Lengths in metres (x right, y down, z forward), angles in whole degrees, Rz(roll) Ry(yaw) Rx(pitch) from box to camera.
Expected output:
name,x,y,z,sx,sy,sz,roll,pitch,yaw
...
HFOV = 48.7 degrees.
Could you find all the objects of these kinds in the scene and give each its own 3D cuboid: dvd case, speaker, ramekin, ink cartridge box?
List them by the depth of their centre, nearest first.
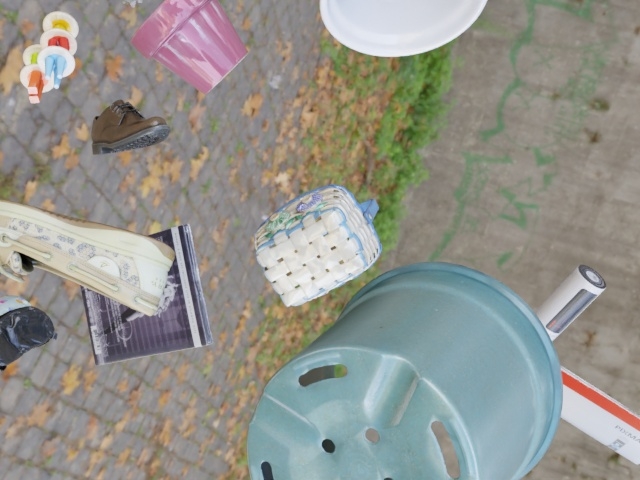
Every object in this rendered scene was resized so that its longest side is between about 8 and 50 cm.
name,x,y,z,sx,sy,sz,roll,pitch,yaw
dvd case,-0.253,0.081,0.993,0.018,0.221,0.164,-5,82,-58
speaker,0.398,0.104,1.149,0.136,0.055,0.055,-56,178,32
ramekin,0.134,-0.448,1.180,0.277,0.277,0.135,82,5,-66
ink cartridge box,0.476,0.304,1.318,0.091,0.308,0.385,-58,162,1

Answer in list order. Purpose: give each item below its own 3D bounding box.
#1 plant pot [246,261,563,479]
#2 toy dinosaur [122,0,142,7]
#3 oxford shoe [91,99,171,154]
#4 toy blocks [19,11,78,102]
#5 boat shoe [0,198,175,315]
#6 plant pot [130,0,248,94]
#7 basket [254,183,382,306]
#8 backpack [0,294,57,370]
name,x,y,z,sx,sy,sz,roll,pitch,yaw
plant pot,0.100,0.212,0.850,0.334,0.341,0.341,-11,120,-66
toy dinosaur,-0.319,-0.437,1.064,0.121,0.313,0.160,-67,-154,16
oxford shoe,-0.357,-0.211,1.286,0.083,0.227,0.096,-15,102,-47
toy blocks,-0.410,-0.257,1.059,0.123,0.054,0.148,-43,-140,29
boat shoe,-0.320,0.016,0.832,0.104,0.285,0.089,86,16,-78
plant pot,-0.255,-0.409,1.449,0.201,0.180,0.201,-39,-164,14
basket,0.000,0.000,1.424,0.255,0.201,0.289,-29,-176,10
backpack,-0.613,0.167,1.336,0.152,0.182,0.115,-27,114,-50
